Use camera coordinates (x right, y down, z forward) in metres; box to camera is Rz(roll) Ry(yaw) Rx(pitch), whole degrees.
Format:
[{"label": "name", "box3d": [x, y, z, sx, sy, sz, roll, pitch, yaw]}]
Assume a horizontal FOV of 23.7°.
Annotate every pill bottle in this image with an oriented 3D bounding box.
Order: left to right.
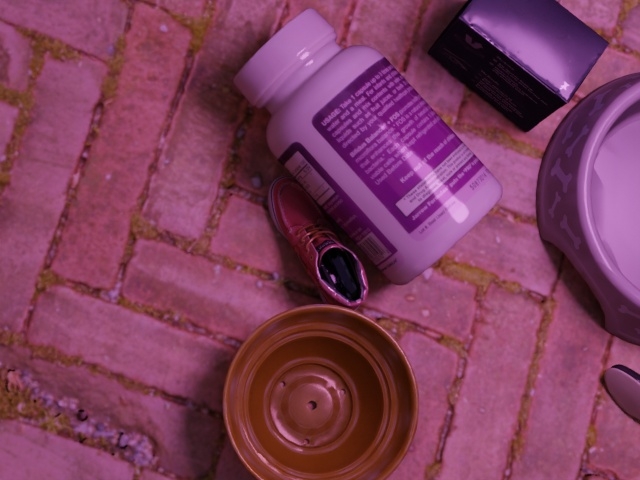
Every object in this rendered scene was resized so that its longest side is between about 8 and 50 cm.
[{"label": "pill bottle", "box3d": [0.047, -0.110, 1.712, 0.169, 0.169, 0.301, -42, 90, -12]}]

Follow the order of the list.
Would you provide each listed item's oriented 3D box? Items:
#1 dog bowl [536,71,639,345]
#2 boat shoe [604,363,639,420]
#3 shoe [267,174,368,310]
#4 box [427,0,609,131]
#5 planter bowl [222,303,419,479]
[{"label": "dog bowl", "box3d": [0.435, -0.044, 1.797, 0.349, 0.102, 0.349, 1, 82, -8]}, {"label": "boat shoe", "box3d": [0.391, 0.189, 1.788, 0.133, 0.049, 0.042, 38, 50, 5]}, {"label": "shoe", "box3d": [0.000, 0.000, 1.733, 0.063, 0.081, 0.178, -28, 87, -12]}, {"label": "box", "box3d": [0.225, -0.221, 1.760, 0.156, 0.158, 0.093, 38, 78, -3]}, {"label": "planter bowl", "box3d": [-0.005, 0.183, 1.702, 0.217, 0.090, 0.217, 1, 82, -8]}]
